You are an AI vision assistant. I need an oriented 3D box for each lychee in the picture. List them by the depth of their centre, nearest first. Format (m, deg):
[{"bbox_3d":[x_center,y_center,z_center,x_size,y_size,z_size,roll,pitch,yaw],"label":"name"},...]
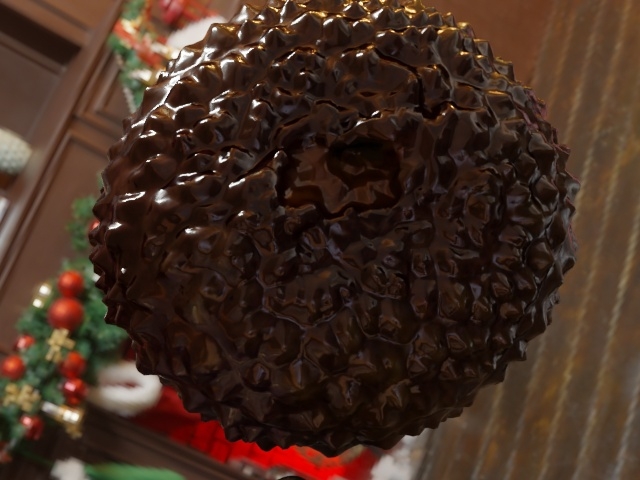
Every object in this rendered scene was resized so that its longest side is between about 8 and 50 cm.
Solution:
[{"bbox_3d":[0.000,0.000,0.643,0.271,0.271,0.271,-48,26,32],"label":"lychee"}]

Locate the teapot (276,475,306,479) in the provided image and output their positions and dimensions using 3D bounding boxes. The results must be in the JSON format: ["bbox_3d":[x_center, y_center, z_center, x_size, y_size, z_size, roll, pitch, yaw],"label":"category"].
[{"bbox_3d":[0.013,0.157,0.556,0.042,0.111,0.043,-32,31,22],"label":"teapot"}]
